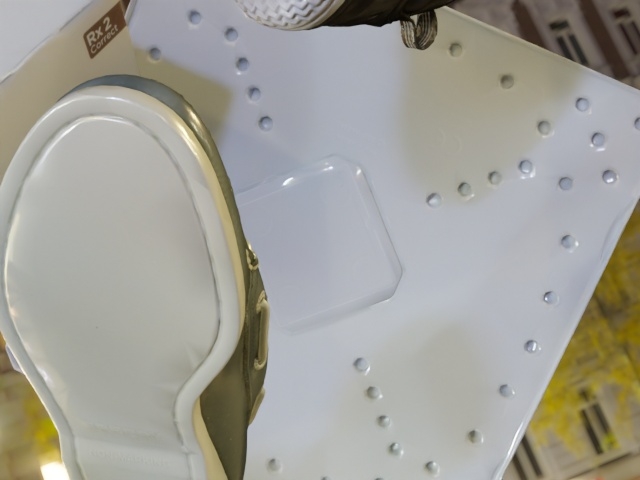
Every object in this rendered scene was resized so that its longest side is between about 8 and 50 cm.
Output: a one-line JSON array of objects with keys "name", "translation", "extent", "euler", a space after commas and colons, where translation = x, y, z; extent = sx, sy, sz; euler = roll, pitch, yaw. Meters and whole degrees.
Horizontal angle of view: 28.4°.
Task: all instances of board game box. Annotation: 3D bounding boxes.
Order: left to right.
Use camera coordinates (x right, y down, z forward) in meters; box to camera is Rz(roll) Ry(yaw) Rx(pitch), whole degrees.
[{"name": "board game box", "translation": [0.000, 0.000, 0.944], "extent": [0.390, 0.390, 0.050], "euler": [-67, -8, 15]}]

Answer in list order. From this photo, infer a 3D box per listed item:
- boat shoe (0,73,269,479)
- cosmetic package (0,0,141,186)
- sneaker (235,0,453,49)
[{"name": "boat shoe", "translation": [-0.080, 0.035, 0.615], "extent": [0.116, 0.099, 0.319], "euler": [9, -44, 9]}, {"name": "cosmetic package", "translation": [-0.230, -0.092, 0.817], "extent": [0.151, 0.183, 0.151], "euler": [-51, -29, -29]}, {"name": "sneaker", "translation": [0.039, -0.233, 0.660], "extent": [0.101, 0.269, 0.153], "euler": [16, 6, 43]}]
